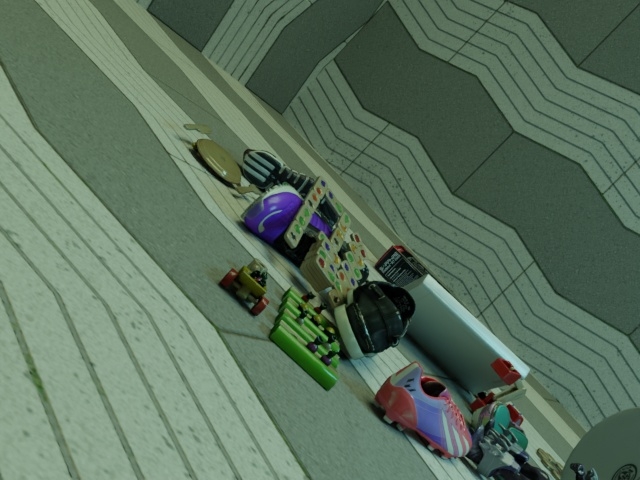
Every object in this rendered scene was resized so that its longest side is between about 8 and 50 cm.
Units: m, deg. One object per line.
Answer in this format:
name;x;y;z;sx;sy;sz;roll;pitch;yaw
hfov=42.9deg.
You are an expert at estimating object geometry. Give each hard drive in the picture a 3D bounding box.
hard drive;0.293;0.215;1.822;0.307;0.040;0.203;43;-30;-5

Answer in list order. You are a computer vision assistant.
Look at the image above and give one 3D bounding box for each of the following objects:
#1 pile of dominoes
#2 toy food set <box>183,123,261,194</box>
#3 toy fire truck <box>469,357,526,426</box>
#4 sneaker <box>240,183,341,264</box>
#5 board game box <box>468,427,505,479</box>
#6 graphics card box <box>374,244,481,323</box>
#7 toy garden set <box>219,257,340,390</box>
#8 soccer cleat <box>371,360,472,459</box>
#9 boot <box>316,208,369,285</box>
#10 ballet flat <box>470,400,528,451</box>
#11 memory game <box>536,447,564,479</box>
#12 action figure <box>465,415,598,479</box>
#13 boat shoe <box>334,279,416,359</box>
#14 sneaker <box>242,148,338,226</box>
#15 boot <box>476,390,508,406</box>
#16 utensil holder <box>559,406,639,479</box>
pile of dominoes;0.030;0.007;1.509;0.196;0.040;0.251;55;31;-19
toy food set;-0.212;-0.157;1.678;0.192;0.038;0.132;51;16;8
toy fire truck;0.394;0.339;1.742;0.192;0.135;0.047;37;11;-41
sneaker;-0.034;-0.008;1.543;0.146;0.102;0.293;54;13;23
board game box;0.340;0.422;1.457;0.126;0.026;0.186;34;13;-48
graphics card box;0.330;0.171;2.418;0.371;0.094;0.233;44;8;9
toy garden set;-0.042;0.093;1.177;0.204;0.049;0.244;43;8;-6
soccer cleat;0.177;0.261;1.234;0.248;0.095;0.083;36;11;-40
boot;0.000;0.000;1.803;0.246;0.083;0.161;47;0;-19
ballet flat;0.348;0.371;1.624;0.079;0.077;0.221;19;-17;39
memory game;0.587;0.570;1.951;0.186;0.012;0.186;43;9;-8
action figure;0.363;0.410;1.317;0.285;0.099;0.185;38;29;22
boat shoe;0.106;0.124;1.388;0.340;0.113;0.127;18;49;-78
sneaker;-0.078;-0.142;1.992;0.281;0.106;0.162;40;6;-24
boot;0.415;0.395;1.925;0.087;0.042;0.118;22;21;-52
utensil holder;0.685;0.537;1.527;0.385;0.327;0.327;39;10;-20
